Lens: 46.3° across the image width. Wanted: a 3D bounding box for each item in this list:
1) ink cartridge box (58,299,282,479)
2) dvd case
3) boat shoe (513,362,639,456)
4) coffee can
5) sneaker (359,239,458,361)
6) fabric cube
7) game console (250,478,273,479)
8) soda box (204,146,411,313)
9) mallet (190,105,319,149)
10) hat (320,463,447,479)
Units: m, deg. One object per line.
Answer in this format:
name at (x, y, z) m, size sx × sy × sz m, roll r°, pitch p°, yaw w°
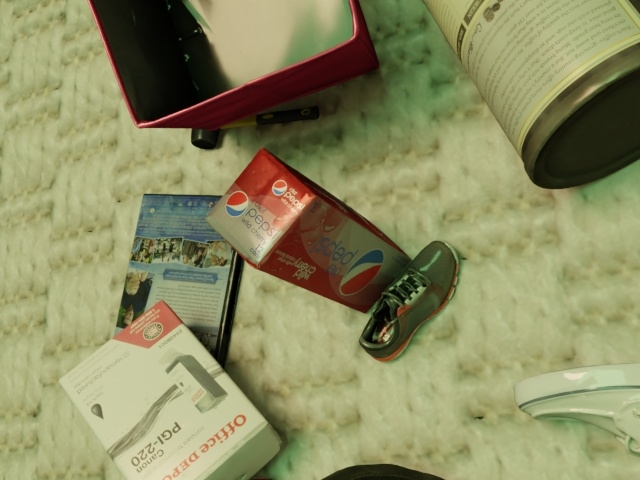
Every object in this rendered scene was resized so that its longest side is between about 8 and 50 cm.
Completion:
ink cartridge box at (-0.174, 0.202, 0.869) m, size 0.158 × 0.092 × 0.218 m, roll -39°, pitch 62°, yaw -15°
dvd case at (-0.189, 0.060, 1.009) m, size 0.180 × 0.022 × 0.253 m, roll 3°, pitch 77°, yaw 27°
boat shoe at (0.308, 0.159, 0.684) m, size 0.258 × 0.095 × 0.084 m, roll -8°, pitch 68°, yaw 26°
coffee can at (0.239, -0.221, 0.765) m, size 0.201 × 0.201 × 0.275 m, roll -32°, pitch 64°, yaw 16°
sneaker at (0.098, 0.067, 0.834) m, size 0.061 × 0.065 × 0.158 m, roll 32°, pitch 92°, yaw 30°
fabric cube at (-0.095, -0.284, 0.858) m, size 0.259 × 0.258 × 0.254 m, roll -19°, pitch 93°, yaw 11°
game console at (-0.160, 0.473, 0.766) m, size 0.341 × 0.060 × 0.387 m, roll -18°, pitch 52°, yaw -3°
soda box at (0.000, 0.000, 0.788) m, size 0.083 × 0.263 × 0.092 m, roll 44°, pitch 98°, yaw 28°
mallet at (-0.091, -0.172, 1.021) m, size 0.189 × 0.039 × 0.062 m, roll -10°, pitch 69°, yaw 19°
hat at (0.060, 0.393, 0.711) m, size 0.134 × 0.331 × 0.331 m, roll 120°, pitch 135°, yaw -55°
